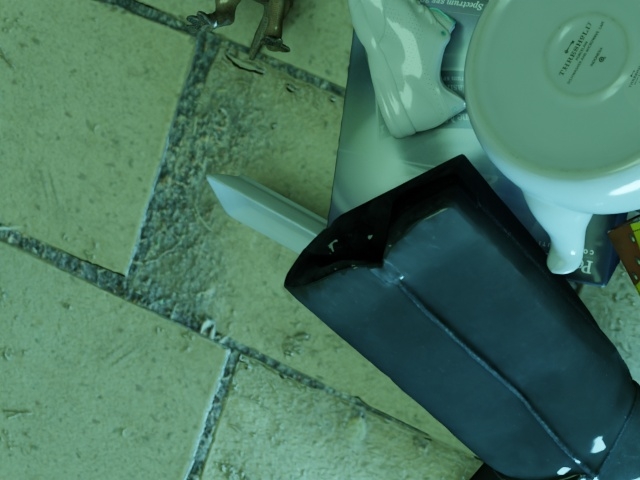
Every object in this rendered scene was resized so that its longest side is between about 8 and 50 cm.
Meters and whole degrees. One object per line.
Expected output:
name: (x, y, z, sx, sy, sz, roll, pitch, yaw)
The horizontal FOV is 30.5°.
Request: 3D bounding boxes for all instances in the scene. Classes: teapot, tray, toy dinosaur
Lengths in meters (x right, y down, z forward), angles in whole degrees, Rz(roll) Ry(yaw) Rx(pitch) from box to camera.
teapot: (0.260, -0.136, 1.016, 0.256, 0.187, 0.253, -23, 68, 26)
tray: (0.000, 0.000, 1.330, 0.270, 0.145, 0.030, 29, 77, 13)
toy dinosaur: (-0.073, -0.333, 1.283, 0.127, 0.296, 0.200, 5, 58, 26)

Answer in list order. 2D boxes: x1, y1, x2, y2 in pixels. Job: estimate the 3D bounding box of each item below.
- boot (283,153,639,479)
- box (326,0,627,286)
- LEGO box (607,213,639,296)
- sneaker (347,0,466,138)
boot: (0.123, 0.169, 1.179, 0.367, 0.146, 0.445, -37, 120, 17)
box: (0.185, -0.128, 1.224, 0.296, 0.183, 0.294, 10, 101, 17)
LEGO box: (0.554, 0.119, 1.049, 0.372, 0.193, 0.500, -27, 88, -10)
sneaker: (0.080, -0.210, 1.122, 0.094, 0.080, 0.212, -18, 96, 9)
